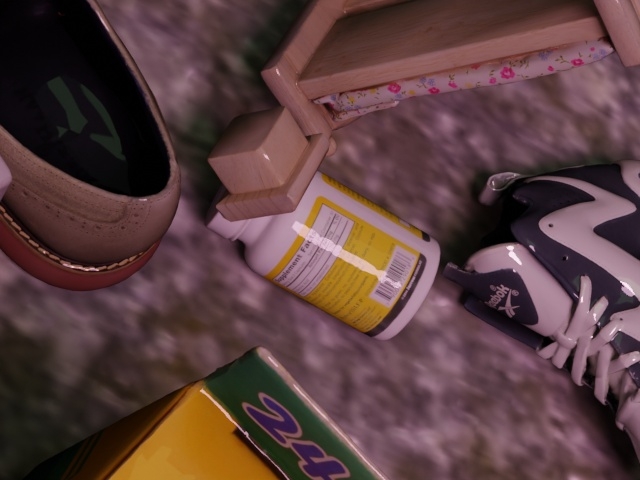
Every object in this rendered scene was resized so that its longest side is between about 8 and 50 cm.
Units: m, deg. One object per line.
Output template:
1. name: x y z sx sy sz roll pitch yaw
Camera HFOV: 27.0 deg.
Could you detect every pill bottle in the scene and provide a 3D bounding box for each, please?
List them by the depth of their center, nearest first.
1. pill bottle: 0.000 0.000 0.709 0.116 0.065 0.065 30 66 -12

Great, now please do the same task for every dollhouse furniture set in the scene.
1. dollhouse furniture set: 0.166 -0.106 0.687 0.174 0.303 0.355 57 45 -30

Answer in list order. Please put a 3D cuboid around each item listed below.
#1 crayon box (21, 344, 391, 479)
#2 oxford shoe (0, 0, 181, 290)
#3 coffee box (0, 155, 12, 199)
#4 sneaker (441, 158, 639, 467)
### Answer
1. crayon box: -0.033 0.164 0.504 0.203 0.323 0.083 47 63 -4
2. oxford shoe: -0.179 -0.138 0.637 0.348 0.130 0.123 49 63 -4
3. coffee box: -0.290 0.020 0.525 0.297 0.168 0.119 -33 90 -27
4. sneaker: 0.142 0.053 0.728 0.153 0.094 0.235 5 62 -14
